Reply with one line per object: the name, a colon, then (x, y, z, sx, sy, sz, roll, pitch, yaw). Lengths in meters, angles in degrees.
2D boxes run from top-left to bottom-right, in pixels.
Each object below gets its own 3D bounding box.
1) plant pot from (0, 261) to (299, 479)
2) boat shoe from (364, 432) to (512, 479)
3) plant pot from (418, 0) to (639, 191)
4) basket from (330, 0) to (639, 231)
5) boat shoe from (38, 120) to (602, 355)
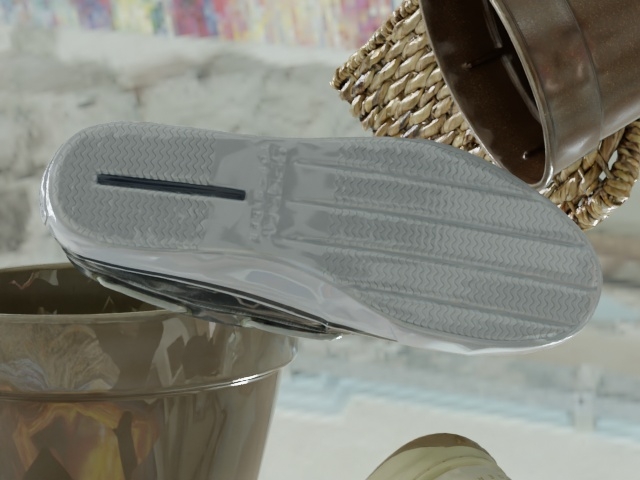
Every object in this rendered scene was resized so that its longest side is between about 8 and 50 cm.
plant pot: (-0.174, 0.171, 1.503, 0.323, 0.280, 0.323, -1, -172, 0)
boat shoe: (0.007, 0.272, 1.049, 0.341, 0.122, 0.110, -56, -141, 9)
plant pot: (0.169, -0.137, 1.117, 0.165, 0.167, 0.167, -25, -142, -11)
basket: (0.181, -0.132, 1.437, 0.213, 0.223, 0.299, -36, 179, -21)
boat shoe: (0.000, 0.000, 1.105, 0.335, 0.119, 0.121, 13, -108, 1)
